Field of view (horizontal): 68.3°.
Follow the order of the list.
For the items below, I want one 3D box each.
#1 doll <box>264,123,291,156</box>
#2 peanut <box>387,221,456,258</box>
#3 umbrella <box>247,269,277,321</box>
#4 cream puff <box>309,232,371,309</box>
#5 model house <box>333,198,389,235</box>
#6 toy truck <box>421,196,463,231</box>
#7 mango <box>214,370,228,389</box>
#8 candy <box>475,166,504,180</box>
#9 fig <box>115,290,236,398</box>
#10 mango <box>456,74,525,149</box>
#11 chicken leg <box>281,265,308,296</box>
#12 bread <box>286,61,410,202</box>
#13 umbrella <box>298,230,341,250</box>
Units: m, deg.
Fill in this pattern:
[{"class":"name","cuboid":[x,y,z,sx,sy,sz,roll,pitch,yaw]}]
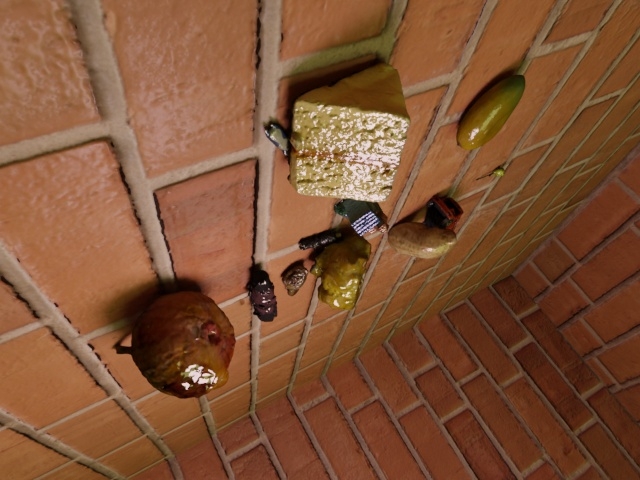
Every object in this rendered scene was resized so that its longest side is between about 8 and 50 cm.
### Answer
[{"class":"doll","cuboid":[-0.081,-0.211,1.000,0.037,0.027,0.125,-43,154,7]},{"class":"peanut","cuboid":[0.367,-0.004,1.714,0.137,0.253,0.122,-60,139,-20]},{"class":"umbrella","cuboid":[-0.187,0.186,1.532,0.094,0.090,0.326,-24,154,-13]},{"class":"cream puff","cuboid":[0.061,0.096,1.565,0.282,0.185,0.281,13,90,-80]},{"class":"model house","cuboid":[0.141,-0.061,1.398,0.119,0.148,0.148,-39,153,15]},{"class":"toy truck","cuboid":[0.464,-0.081,1.797,0.114,0.107,0.252,-28,156,-12]},{"class":"mango","cuboid":[-0.451,0.557,1.905,0.163,0.089,0.111,-13,138,-18]},{"class":"candy","cuboid":[0.649,-0.250,1.808,0.123,0.035,0.035,-19,121,-9]},{"class":"fig","cuboid":[-0.427,0.289,1.308,0.369,0.285,0.286,-13,168,32]},{"class":"mango","cuboid":[0.472,-0.357,1.325,0.137,0.091,0.237,-17,146,-42]},{"class":"chicken leg","cuboid":[-0.092,0.144,1.610,0.085,0.069,0.197,-49,170,-26]},{"class":"bread","cuboid":[0.042,-0.236,1.022,0.236,0.198,0.263,-1,143,-7]},{"class":"umbrella","cuboid":[0.000,0.000,1.473,0.144,0.037,0.040,-17,147,-26]}]
